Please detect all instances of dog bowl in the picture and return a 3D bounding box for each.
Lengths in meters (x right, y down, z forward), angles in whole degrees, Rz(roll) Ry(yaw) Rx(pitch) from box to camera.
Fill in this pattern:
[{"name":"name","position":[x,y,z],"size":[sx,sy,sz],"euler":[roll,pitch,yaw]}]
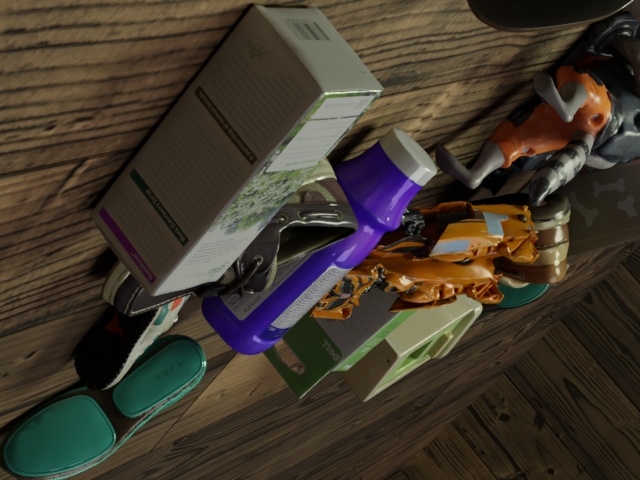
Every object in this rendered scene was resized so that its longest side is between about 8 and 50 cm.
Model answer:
[{"name":"dog bowl","position":[0.444,-0.056,1.949],"size":[0.348,0.102,0.349],"euler":[-13,177,-1]}]

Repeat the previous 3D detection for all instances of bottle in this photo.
[{"name":"bottle","position":[0.000,0.000,1.507],"size":[0.283,0.092,0.118],"euler":[-44,175,17]}]

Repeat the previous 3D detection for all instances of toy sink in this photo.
[{"name":"toy sink","position":[0.134,0.108,2.078],"size":[0.234,0.131,0.153],"euler":[-30,163,-35]}]

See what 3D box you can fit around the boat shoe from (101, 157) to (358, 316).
[{"name":"boat shoe","position":[-0.074,0.006,1.345],"size":[0.285,0.092,0.103],"euler":[-28,160,-41]}]

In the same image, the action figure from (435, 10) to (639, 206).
[{"name":"action figure","position":[0.300,-0.117,1.750],"size":[0.330,0.178,0.341],"euler":[-13,151,-40]}]

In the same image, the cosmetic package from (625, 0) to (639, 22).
[{"name":"cosmetic package","position":[0.566,-0.357,1.560],"size":[0.453,0.230,0.161],"euler":[-41,165,4]}]

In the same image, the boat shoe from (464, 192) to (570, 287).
[{"name":"boat shoe","position":[0.238,0.004,1.873],"size":[0.122,0.120,0.324],"euler":[-10,-176,-7]}]

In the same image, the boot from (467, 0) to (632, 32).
[{"name":"boot","position":[0.247,-0.259,1.342],"size":[0.305,0.112,0.115],"euler":[-27,-179,-25]}]

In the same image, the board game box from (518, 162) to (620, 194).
[{"name":"board game box","position":[0.441,-0.109,2.255],"size":[0.303,0.097,0.224],"euler":[-47,163,22]}]

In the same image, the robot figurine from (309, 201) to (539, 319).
[{"name":"robot figurine","position":[0.097,0.024,1.669],"size":[0.291,0.085,0.211],"euler":[-5,151,-22]}]

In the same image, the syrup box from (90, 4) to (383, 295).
[{"name":"syrup box","position":[-0.070,-0.069,1.133],"size":[0.237,0.096,0.093],"euler":[-47,162,28]}]

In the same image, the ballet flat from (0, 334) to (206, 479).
[{"name":"ballet flat","position":[-0.232,0.185,1.535],"size":[0.247,0.083,0.087],"euler":[-32,178,-21]}]

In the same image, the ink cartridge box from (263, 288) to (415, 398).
[{"name":"ink cartridge box","position":[0.027,0.096,1.827],"size":[0.209,0.109,0.062],"euler":[-42,164,11]}]

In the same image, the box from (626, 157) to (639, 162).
[{"name":"box","position":[0.503,-0.220,2.064],"size":[0.244,0.100,0.060],"euler":[-42,165,10]}]

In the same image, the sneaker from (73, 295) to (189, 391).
[{"name":"sneaker","position":[-0.178,0.090,1.415],"size":[0.075,0.057,0.161],"euler":[-10,145,-51]}]

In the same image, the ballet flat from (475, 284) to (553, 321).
[{"name":"ballet flat","position":[0.279,0.073,2.364],"size":[0.280,0.095,0.096],"euler":[-25,-171,39]}]
